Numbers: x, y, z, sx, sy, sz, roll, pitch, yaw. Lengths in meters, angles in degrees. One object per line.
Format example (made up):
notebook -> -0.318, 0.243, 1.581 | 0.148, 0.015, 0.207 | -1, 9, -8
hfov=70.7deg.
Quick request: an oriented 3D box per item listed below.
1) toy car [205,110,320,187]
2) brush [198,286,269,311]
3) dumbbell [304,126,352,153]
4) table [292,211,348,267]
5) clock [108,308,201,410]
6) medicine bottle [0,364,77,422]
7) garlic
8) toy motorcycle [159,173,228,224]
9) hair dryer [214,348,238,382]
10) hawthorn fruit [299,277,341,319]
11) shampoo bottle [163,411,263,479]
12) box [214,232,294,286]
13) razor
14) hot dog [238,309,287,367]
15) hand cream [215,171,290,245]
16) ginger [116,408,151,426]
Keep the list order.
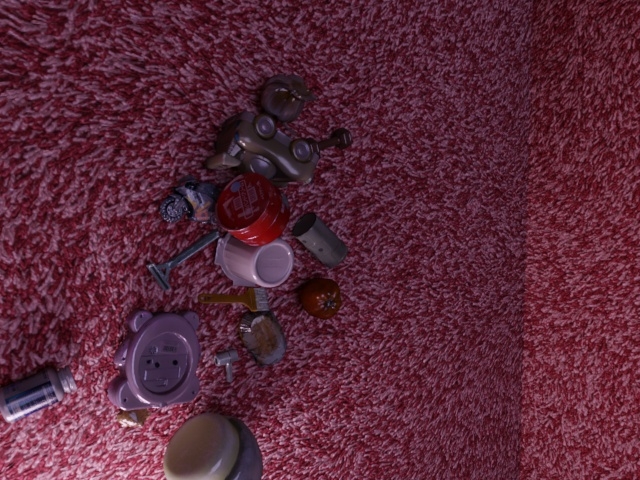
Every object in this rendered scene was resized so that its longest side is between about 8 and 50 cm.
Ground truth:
toy car -> -0.204, -0.285, 1.608 | 0.336, 0.242, 0.226 | 31, 73, -32
brush -> -0.327, 0.222, 1.709 | 0.272, 0.013, 0.103 | 5, 53, -29
dumbbell -> 0.026, -0.397, 1.851 | 0.231, 0.082, 0.092 | -24, 111, -30
table -> 0.000, 0.000, 1.864 | 0.220, 0.126, 0.126 | 44, 72, -32
clock -> -0.545, 0.397, 1.530 | 0.296, 0.113, 0.322 | 10, 81, -43
medicine bottle -> -0.845, 0.452, 1.351 | 0.192, 0.107, 0.107 | -21, 108, -31
garlic -> -0.097, -0.502, 1.687 | 0.207, 0.207, 0.256 | -48, 127, -20
toy motorcycle -> -0.405, -0.141, 1.576 | 0.307, 0.108, 0.173 | 1, 91, -37
hair dryer -> -0.360, 0.491, 1.736 | 0.082, 0.047, 0.137 | -11, 110, -32
hawthorn fruit -> 0.001, 0.235, 1.870 | 0.189, 0.189, 0.189 | -6, 100, -34
shampoo bottle -> -0.371, 0.795, 1.602 | 0.322, 0.322, 0.317 | -43, 131, -22
box -> -0.217, 0.084, 1.666 | 0.262, 0.206, 0.291 | -38, 120, -24
razor -> -0.471, 0.049, 1.595 | 0.278, 0.056, 0.111 | -42, 119, -31
hot dog -> -0.225, 0.387, 1.793 | 0.163, 0.082, 0.270 | -33, 120, -21
hand cream -> -0.226, -0.101, 1.519 | 0.230, 0.230, 0.149 | -60, 147, -12
ginger -> -0.654, 0.565, 1.529 | 0.096, 0.067, 0.165 | -34, 101, -27
